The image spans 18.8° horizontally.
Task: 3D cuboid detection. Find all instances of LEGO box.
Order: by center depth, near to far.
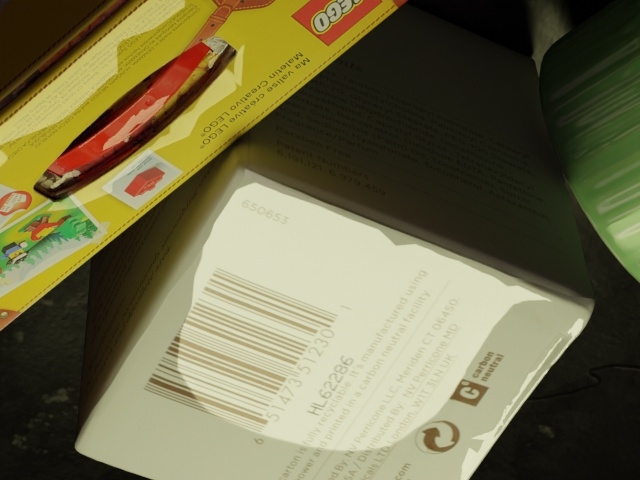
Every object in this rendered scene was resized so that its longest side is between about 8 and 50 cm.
[{"bbox_3d":[-0.203,-0.218,1.490,0.500,0.372,0.193,-38,144,15],"label":"LEGO box"}]

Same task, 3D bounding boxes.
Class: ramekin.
[{"bbox_3d":[0.327,-0.090,1.732,0.148,0.303,0.303,-29,124,27],"label":"ramekin"}]

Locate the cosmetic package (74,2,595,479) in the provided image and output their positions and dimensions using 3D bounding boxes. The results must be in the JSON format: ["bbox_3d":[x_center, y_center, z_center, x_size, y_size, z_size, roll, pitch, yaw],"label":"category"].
[{"bbox_3d":[0.000,0.000,1.707,0.327,0.394,0.329,21,123,-17],"label":"cosmetic package"}]
